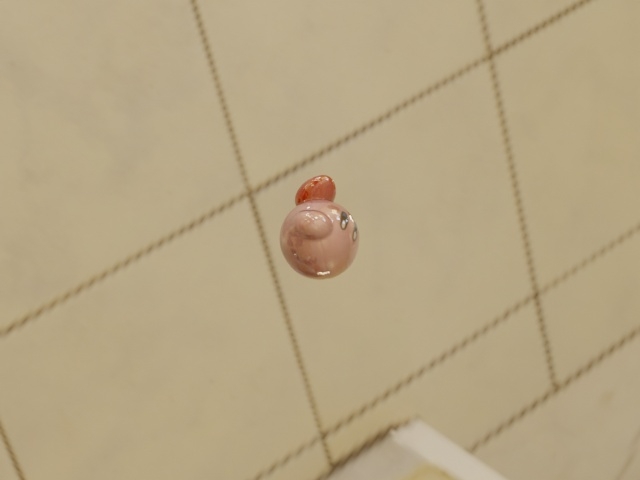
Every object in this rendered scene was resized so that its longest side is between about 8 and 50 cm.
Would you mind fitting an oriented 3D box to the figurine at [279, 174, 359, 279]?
[{"bbox_3d":[0.000,0.000,1.449,0.067,0.071,0.083,-25,128,7],"label":"figurine"}]
